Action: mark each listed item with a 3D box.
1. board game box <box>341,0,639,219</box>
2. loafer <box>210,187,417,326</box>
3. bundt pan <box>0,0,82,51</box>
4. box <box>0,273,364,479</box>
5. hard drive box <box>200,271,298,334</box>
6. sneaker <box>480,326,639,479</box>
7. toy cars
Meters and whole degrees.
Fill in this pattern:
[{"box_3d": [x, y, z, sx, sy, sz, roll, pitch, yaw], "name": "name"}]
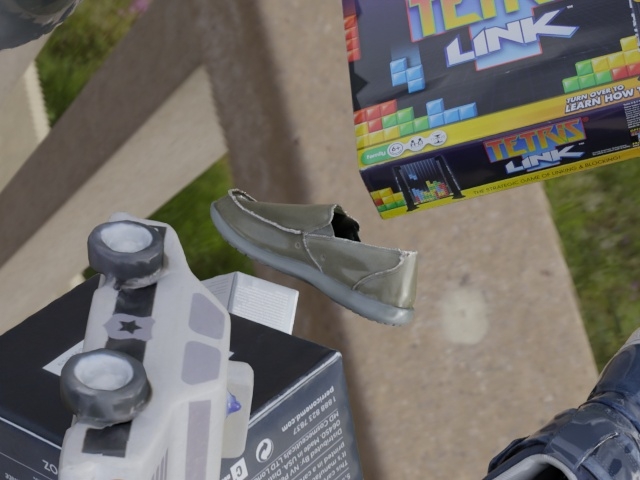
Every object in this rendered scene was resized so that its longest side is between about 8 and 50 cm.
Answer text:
[{"box_3d": [0.099, -0.097, 0.704, 0.170, 0.048, 0.141, -14, 54, 12], "name": "board game box"}, {"box_3d": [0.000, 0.000, 1.447, 0.251, 0.094, 0.087, 27, 99, 23], "name": "loafer"}, {"box_3d": [-0.103, -0.135, 0.339, 0.331, 0.331, 0.124, -35, 82, -28], "name": "bundt pan"}, {"box_3d": [-0.125, 0.268, 1.242, 0.212, 0.293, 0.396, -36, 127, -37], "name": "box"}, {"box_3d": [-0.125, 0.168, 1.645, 0.089, 0.181, 0.232, 20, 72, -28], "name": "hard drive box"}, {"box_3d": [0.137, 0.171, 0.744, 0.163, 0.086, 0.226, -36, 135, -41], "name": "sneaker"}, {"box_3d": [-0.075, 0.083, 0.728, 0.087, 0.394, 0.177, 4, 83, -4], "name": "toy cars"}]
